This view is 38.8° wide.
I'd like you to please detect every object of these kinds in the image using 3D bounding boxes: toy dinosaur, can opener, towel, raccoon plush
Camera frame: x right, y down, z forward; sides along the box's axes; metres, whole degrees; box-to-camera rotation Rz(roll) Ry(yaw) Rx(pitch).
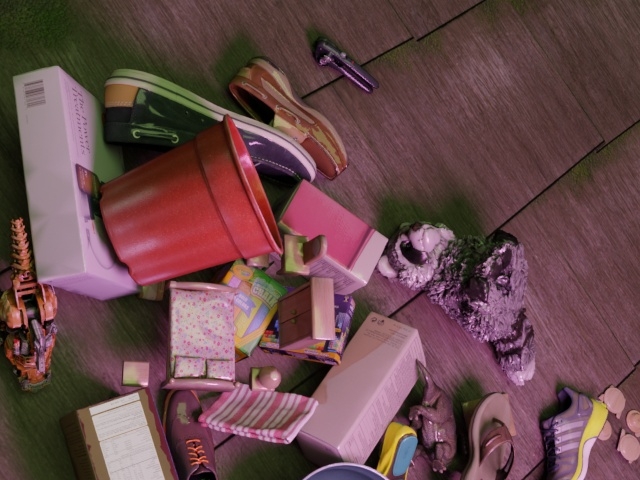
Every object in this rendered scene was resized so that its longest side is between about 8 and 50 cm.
[{"bbox_3d":[-0.518,0.109,1.612,0.164,0.218,0.322,10,112,-38],"label":"toy dinosaur"},{"bbox_3d":[0.063,-0.413,2.143,0.186,0.059,0.073,35,63,-12],"label":"can opener"},{"bbox_3d":[-0.119,0.330,1.754,0.144,0.196,0.029,-47,139,-59],"label":"towel"},{"bbox_3d":[0.297,0.146,2.062,0.216,0.299,0.447,-38,125,-44],"label":"raccoon plush"},{"bbox_3d":[0.242,0.395,1.942,0.160,0.121,0.314,-27,95,-53],"label":"toy dinosaur"}]

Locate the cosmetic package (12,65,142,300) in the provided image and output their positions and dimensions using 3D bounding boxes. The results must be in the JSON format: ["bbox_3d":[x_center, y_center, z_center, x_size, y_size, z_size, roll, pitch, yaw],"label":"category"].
[{"bbox_3d":[-0.443,-0.093,1.681,0.097,0.284,0.378,-12,79,5],"label":"cosmetic package"}]

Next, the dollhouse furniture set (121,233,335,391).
[{"bbox_3d":[-0.168,0.114,1.660,0.355,0.174,0.304,6,72,-24],"label":"dollhouse furniture set"}]

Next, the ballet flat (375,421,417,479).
[{"bbox_3d":[0.142,0.481,1.889,0.077,0.077,0.231,3,110,-36],"label":"ballet flat"}]

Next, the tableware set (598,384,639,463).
[{"bbox_3d":[0.736,0.451,2.226,0.168,0.020,0.141,41,60,-8],"label":"tableware set"}]

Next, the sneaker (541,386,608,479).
[{"bbox_3d":[0.555,0.473,2.097,0.121,0.111,0.300,34,57,-1],"label":"sneaker"}]

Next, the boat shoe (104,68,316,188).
[{"bbox_3d":[-0.222,-0.186,1.844,0.500,0.186,0.156,20,77,-38],"label":"boat shoe"}]

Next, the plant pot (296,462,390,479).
[{"bbox_3d":[0.010,0.580,1.741,0.292,0.196,0.293,7,72,-24],"label":"plant pot"}]

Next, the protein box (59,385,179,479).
[{"bbox_3d":[-0.359,0.386,1.622,0.135,0.200,0.201,-15,82,-27],"label":"protein box"}]

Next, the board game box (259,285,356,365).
[{"bbox_3d":[-0.026,0.174,1.875,0.170,0.048,0.141,6,67,20],"label":"board game box"}]

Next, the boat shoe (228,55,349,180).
[{"bbox_3d":[-0.078,-0.253,1.999,0.324,0.122,0.120,47,59,4],"label":"boat shoe"}]

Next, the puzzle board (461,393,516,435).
[{"bbox_3d":[0.385,0.408,2.077,0.128,0.011,0.097,-6,78,-26],"label":"puzzle board"}]

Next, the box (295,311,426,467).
[{"bbox_3d":[0.084,0.317,1.866,0.121,0.148,0.311,20,56,30],"label":"box"}]

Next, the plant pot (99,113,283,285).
[{"bbox_3d":[-0.239,-0.054,1.649,0.265,0.272,0.273,-22,84,3],"label":"plant pot"}]

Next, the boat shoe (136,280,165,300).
[{"bbox_3d":[-0.321,0.041,1.827,0.059,0.063,0.170,19,77,-22],"label":"boat shoe"}]

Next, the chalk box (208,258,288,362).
[{"bbox_3d":[-0.165,0.123,1.834,0.132,0.132,0.213,36,62,-12],"label":"chalk box"}]

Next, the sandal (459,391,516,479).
[{"bbox_3d":[0.364,0.457,1.894,0.120,0.086,0.303,46,45,-28],"label":"sandal"}]

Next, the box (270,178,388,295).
[{"bbox_3d":[0.000,0.000,1.938,0.232,0.148,0.127,35,62,-13],"label":"box"}]

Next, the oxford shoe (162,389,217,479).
[{"bbox_3d":[-0.236,0.409,1.731,0.096,0.098,0.272,-8,78,-27],"label":"oxford shoe"}]
